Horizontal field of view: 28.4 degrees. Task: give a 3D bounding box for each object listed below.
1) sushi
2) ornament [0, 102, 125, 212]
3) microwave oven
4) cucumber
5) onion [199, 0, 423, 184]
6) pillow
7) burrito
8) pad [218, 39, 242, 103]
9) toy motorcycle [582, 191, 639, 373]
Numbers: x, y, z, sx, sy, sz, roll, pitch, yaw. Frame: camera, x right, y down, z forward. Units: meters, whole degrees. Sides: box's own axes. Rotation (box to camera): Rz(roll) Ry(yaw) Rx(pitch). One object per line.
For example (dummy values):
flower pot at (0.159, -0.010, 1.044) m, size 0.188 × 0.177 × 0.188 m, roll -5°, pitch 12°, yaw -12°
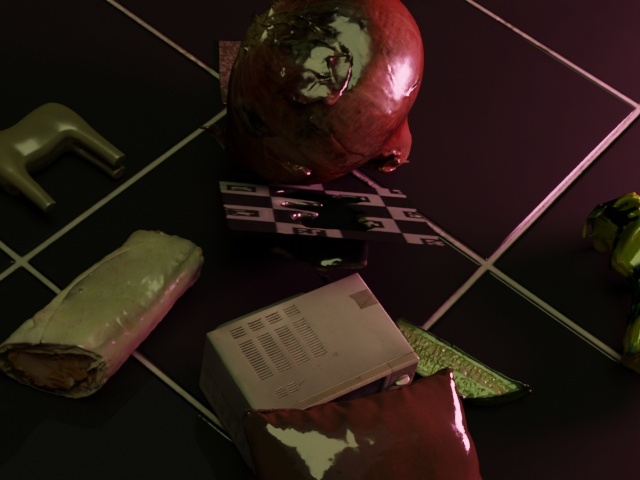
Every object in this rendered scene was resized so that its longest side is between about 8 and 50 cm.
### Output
sushi at (0.000, 0.000, 1.822) m, size 0.296 × 0.100 × 0.373 m, roll 4°, pitch 13°, yaw -8°
ornament at (-0.462, -0.132, 1.928) m, size 0.245 × 0.061 × 0.230 m, roll 38°, pitch 57°, yaw 18°
microwave oven at (-0.023, 0.175, 1.712) m, size 0.240 × 0.145 × 0.194 m, roll -21°, pitch 55°, yaw -25°
cucumber at (0.188, 0.192, 1.804) m, size 0.220 × 0.046 × 0.070 m, roll 27°, pitch 54°, yaw 13°
onion at (-0.009, -0.236, 1.932) m, size 0.353 × 0.353 × 0.354 m, roll 5°, pitch 51°, yaw -7°
pillow at (0.078, 0.330, 1.574) m, size 0.308 × 0.108 × 0.305 m, roll -9°, pitch 80°, yaw -24°
burrito at (-0.296, 0.103, 1.745) m, size 0.143 × 0.105 × 0.299 m, roll 27°, pitch 52°, yaw 24°
pad at (-0.056, -0.282, 2.164) m, size 0.235 × 0.003 × 0.158 m, roll 2°, pitch 51°, yaw -9°
toy motorcycle at (0.500, 0.047, 1.917) m, size 0.206 × 0.142 × 0.342 m, roll 10°, pitch 49°, yaw -1°
